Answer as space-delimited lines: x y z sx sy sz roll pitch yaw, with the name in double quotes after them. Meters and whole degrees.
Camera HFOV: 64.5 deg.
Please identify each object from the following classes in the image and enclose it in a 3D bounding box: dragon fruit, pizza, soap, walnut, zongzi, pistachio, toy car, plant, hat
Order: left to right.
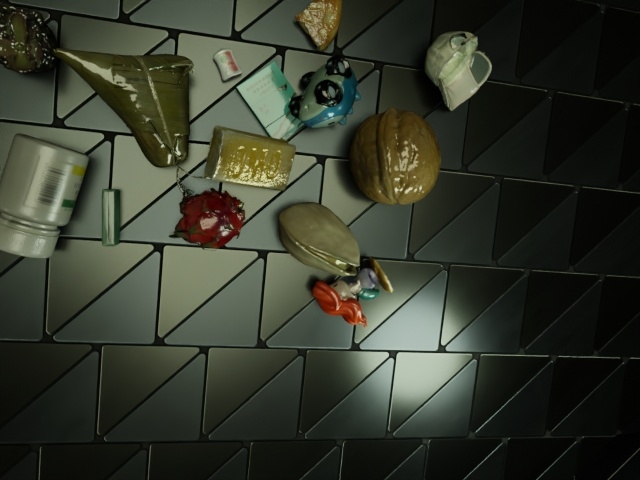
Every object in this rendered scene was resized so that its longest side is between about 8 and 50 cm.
-0.875 -0.579 1.472 0.178 0.234 0.203 -5 103 -6 "plant"
-0.574 -0.352 1.548 0.419 0.182 0.446 -6 99 -36 "zongzi"
-0.372 -0.065 1.665 0.274 0.193 0.192 -25 131 -7 "dragon fruit"
-0.227 -0.261 1.656 0.274 0.089 0.173 4 109 -37 "soap"
-0.011 -0.743 1.729 0.162 0.062 0.181 6 100 -20 "pizza"
0.000 0.000 1.727 0.332 0.226 0.207 38 110 0 "pistachio"
0.033 -0.475 1.690 0.190 0.189 0.255 40 56 -30 "toy car"
0.251 -0.284 1.722 0.333 0.333 0.332 -1 96 -12 "walnut"
0.475 -0.605 1.808 0.232 0.161 0.275 -37 126 -8 "hat"

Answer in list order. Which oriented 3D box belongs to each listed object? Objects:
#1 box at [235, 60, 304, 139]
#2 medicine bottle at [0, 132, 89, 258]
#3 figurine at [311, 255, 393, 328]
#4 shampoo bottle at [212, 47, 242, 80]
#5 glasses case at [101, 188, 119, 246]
-0.156 -0.468 1.731 0.162 0.041 0.229 -36 103 -6 "box"
-0.856 -0.131 1.532 0.209 0.208 0.339 18 93 -14 "medicine bottle"
0.119 0.194 1.804 0.257 0.181 0.208 -29 130 -1 "figurine"
-0.311 -0.590 1.683 0.072 0.043 0.099 -25 101 -9 "shampoo bottle"
-0.679 -0.075 1.642 0.040 0.078 0.184 2 96 -9 "glasses case"
